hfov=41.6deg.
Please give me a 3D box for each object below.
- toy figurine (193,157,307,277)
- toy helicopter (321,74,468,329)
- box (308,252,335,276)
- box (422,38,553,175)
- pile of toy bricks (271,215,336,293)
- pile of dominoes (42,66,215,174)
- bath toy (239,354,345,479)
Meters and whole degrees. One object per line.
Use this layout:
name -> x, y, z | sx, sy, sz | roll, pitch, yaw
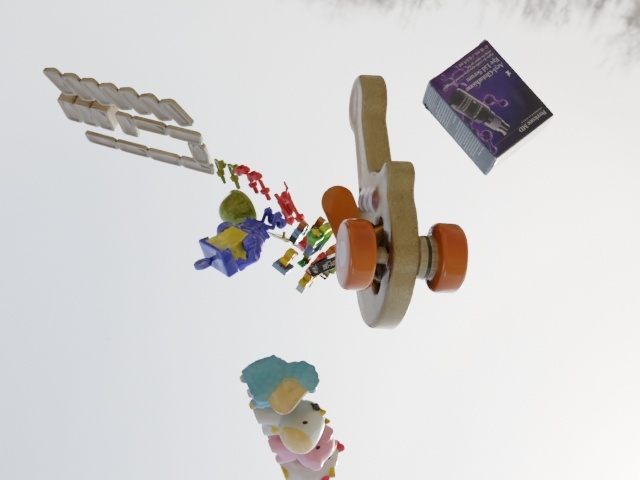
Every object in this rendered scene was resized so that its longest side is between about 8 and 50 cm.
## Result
toy figurine -> -0.200, -0.025, 1.788 | 0.217, 0.191, 0.362 | -37, -147, -20
toy helicopter -> 0.072, -0.053, 1.095 | 0.140, 0.235, 0.355 | 2, -117, -11
box -> 0.020, 0.034, 1.378 | 0.018, 0.067, 0.083 | 66, -168, -2
box -> 0.326, -0.260, 1.658 | 0.153, 0.108, 0.207 | -38, -101, -10
pile of toy bricks -> 0.000, 0.000, 1.559 | 0.118, 0.105, 0.212 | 38, -149, 11
pile of dominoes -> -0.291, -0.197, 1.321 | 0.251, 0.196, 0.040 | 15, -115, 12
bath toy -> -0.032, 0.338, 1.484 | 0.129, 0.348, 0.151 | -22, -131, -6
